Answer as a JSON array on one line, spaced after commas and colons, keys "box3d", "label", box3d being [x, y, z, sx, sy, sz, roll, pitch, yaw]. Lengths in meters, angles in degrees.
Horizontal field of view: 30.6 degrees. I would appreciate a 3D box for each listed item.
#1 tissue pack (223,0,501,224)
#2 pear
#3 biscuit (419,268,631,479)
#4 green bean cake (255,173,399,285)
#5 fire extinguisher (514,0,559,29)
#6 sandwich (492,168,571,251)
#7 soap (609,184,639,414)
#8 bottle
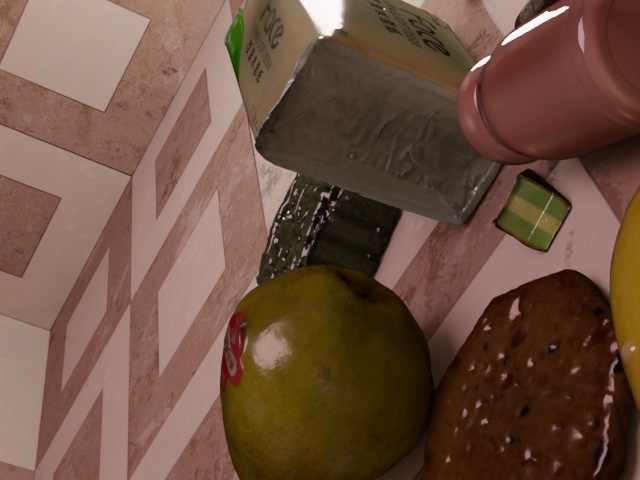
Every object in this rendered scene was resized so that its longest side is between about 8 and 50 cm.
[{"box3d": [0.060, -0.229, 1.675, 0.205, 0.332, 0.405, -61, 23, 23], "label": "tissue pack"}, {"box3d": [-0.004, 0.204, 1.513, 0.287, 0.287, 0.375, -113, 36, -61], "label": "pear"}, {"box3d": [0.219, 0.202, 1.273, 0.359, 0.046, 0.359, -51, 26, 38], "label": "biscuit"}, {"box3d": [0.000, 0.000, 1.889, 0.241, 0.132, 0.255, -69, 21, 7], "label": "green bean cake"}, {"box3d": [0.299, -0.292, 1.474, 0.099, 0.071, 0.231, -49, -3, -10], "label": "fire extinguisher"}, {"box3d": [0.266, -0.039, 1.447, 0.074, 0.074, 0.116, -63, -11, 15], "label": "sandwich"}, {"box3d": [0.366, 0.047, 0.977, 0.306, 0.115, 0.427, -55, 24, 39], "label": "soap"}, {"box3d": [0.291, -0.186, 1.334, 0.206, 0.173, 0.297, -43, 7, -26], "label": "bottle"}]
